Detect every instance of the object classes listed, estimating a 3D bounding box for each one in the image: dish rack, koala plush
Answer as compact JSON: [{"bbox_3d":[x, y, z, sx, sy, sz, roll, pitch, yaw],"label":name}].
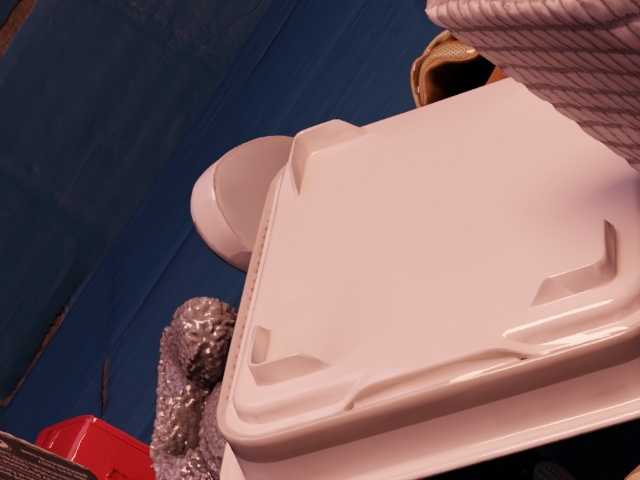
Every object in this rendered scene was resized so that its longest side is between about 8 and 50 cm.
[{"bbox_3d":[0.075,-0.002,1.088,0.286,0.072,0.333,-17,30,17],"label":"dish rack"},{"bbox_3d":[0.003,0.125,1.274,0.221,0.196,0.203,-39,35,55],"label":"koala plush"}]

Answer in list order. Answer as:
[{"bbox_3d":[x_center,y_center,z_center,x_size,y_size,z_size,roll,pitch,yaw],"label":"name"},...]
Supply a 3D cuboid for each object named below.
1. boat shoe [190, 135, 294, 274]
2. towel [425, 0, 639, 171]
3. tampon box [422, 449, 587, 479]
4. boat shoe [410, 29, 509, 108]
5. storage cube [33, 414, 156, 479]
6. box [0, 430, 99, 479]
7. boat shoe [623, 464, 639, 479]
[{"bbox_3d":[-0.001,-0.004,1.374,0.105,0.113,0.306,-30,-13,32],"label":"boat shoe"},{"bbox_3d":[0.203,-0.085,0.871,0.121,0.235,0.284,-56,14,-3],"label":"towel"},{"bbox_3d":[0.060,0.182,1.036,0.101,0.120,0.161,-49,16,40],"label":"tampon box"},{"bbox_3d":[0.133,-0.114,1.439,0.122,0.120,0.324,-49,16,35],"label":"boat shoe"},{"bbox_3d":[-0.172,0.270,1.557,0.193,0.184,0.215,-63,14,-17],"label":"storage cube"},{"bbox_3d":[-0.215,0.322,1.216,0.293,0.212,0.395,-57,40,4],"label":"box"},{"bbox_3d":[0.175,0.105,0.707,0.302,0.109,0.098,99,165,-71],"label":"boat shoe"}]
